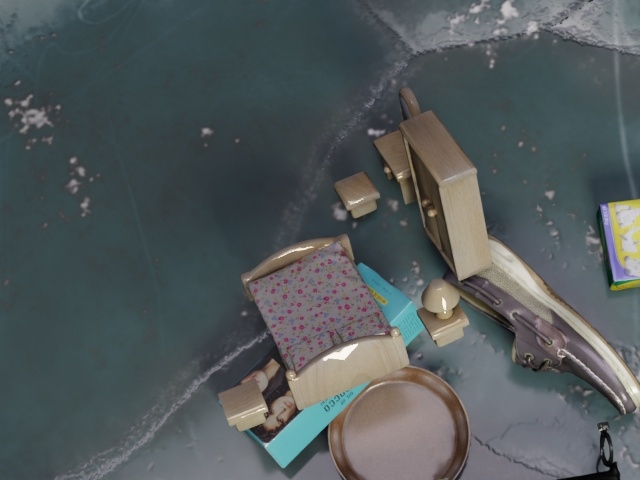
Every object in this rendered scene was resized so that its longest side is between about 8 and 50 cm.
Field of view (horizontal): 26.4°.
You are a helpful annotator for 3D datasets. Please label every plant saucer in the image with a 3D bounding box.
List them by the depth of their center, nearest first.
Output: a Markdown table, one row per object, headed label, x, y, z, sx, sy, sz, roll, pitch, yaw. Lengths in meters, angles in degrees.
| label | x | y | z | sx | sy | sz | roll | pitch | yaw |
| --- | --- | --- | --- | --- | --- | --- | --- | --- | --- |
| plant saucer | 0.094 | 0.232 | 1.623 | 0.169 | 0.029 | 0.168 | -2 | 71 | 5 |

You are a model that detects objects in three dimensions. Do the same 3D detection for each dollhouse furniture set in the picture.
| label | x | y | z | sx | sy | sz | roll | pitch | yaw |
| --- | --- | --- | --- | --- | --- | --- | --- | --- | --- |
| dollhouse furniture set | 0.000 | 0.000 | 1.571 | 0.356 | 0.173 | 0.303 | -23 | 45 | -6 |

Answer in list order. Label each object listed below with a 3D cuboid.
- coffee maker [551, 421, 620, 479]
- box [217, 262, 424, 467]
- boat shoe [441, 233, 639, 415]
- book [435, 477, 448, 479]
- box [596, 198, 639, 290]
| label | x | y | z | sx | sy | sz | roll | pitch | yaw |
| --- | --- | --- | --- | --- | --- | --- | --- | --- | --- |
| coffee maker | 0.251 | 0.310 | 1.549 | 0.178 | 0.120 | 0.171 | -5 | 47 | 2 |
| box | 0.002 | 0.146 | 1.627 | 0.244 | 0.060 | 0.100 | -44 | 50 | -10 |
| boat shoe | 0.261 | 0.112 | 1.616 | 0.092 | 0.103 | 0.285 | -43 | 69 | -4 |
| book | 0.085 | 0.335 | 1.570 | 0.144 | 0.035 | 0.096 | -10 | 99 | 1 |
| box | 0.436 | -0.002 | 1.666 | 0.179 | 0.043 | 0.105 | -7 | 71 | 1 |
